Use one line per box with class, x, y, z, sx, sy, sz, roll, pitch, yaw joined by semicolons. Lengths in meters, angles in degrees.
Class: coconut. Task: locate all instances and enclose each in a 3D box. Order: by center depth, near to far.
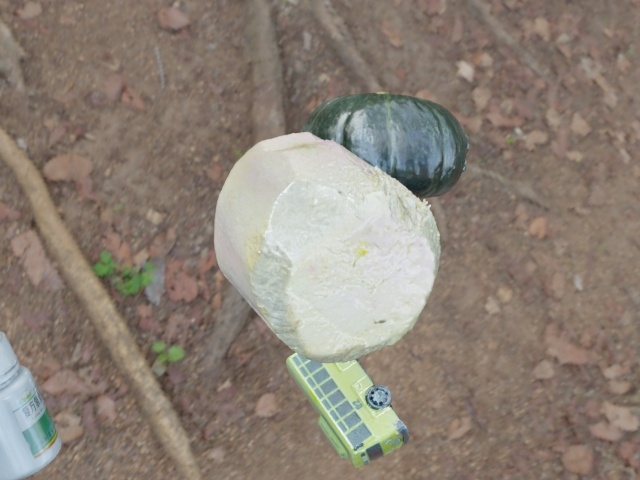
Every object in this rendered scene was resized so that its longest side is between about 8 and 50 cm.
coconut;0.000;0.000;0.624;0.116;0.116;0.122;-2;22;-25

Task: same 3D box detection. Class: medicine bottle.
medicine bottle;-0.308;0.159;1.053;0.080;0.080;0.130;-31;114;-33

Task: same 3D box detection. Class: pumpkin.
pumpkin;0.073;-0.104;1.331;0.211;0.211;0.152;5;99;-22

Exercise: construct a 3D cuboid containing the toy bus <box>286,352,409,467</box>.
toy bus;0.036;0.213;1.457;0.101;0.088;0.175;-32;66;-10
